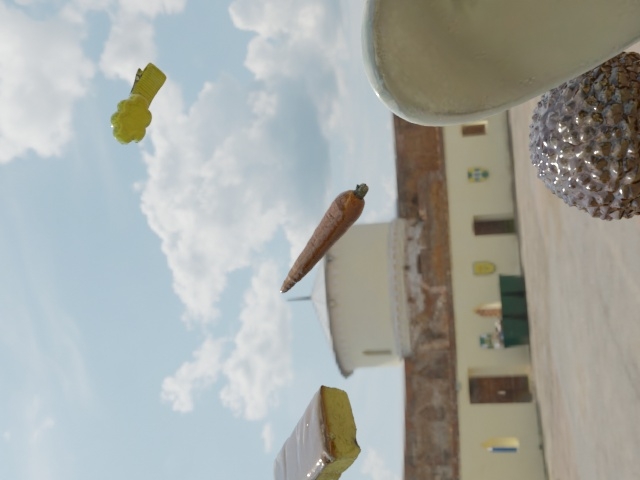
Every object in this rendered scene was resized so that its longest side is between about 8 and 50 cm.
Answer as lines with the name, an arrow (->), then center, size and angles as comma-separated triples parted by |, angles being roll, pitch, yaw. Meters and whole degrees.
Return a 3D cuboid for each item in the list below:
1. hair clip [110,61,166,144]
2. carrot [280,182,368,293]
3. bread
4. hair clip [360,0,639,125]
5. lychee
hair clip -> -0.332, -0.247, 1.343 | 0.072, 0.046, 0.173 | 39, -129, -30
carrot -> 0.000, 0.000, 1.605 | 0.069, 0.336, 0.069 | 32, -155, -17
bread -> -0.014, 0.425, 1.427 | 0.361, 0.077, 0.138 | 115, 152, -48
hair clip -> 0.136, -0.184, 0.402 | 0.172, 0.282, 0.113 | 44, -162, -12
lychee -> 0.341, -0.117, 0.859 | 0.238, 0.200, 0.200 | 75, -164, -61
